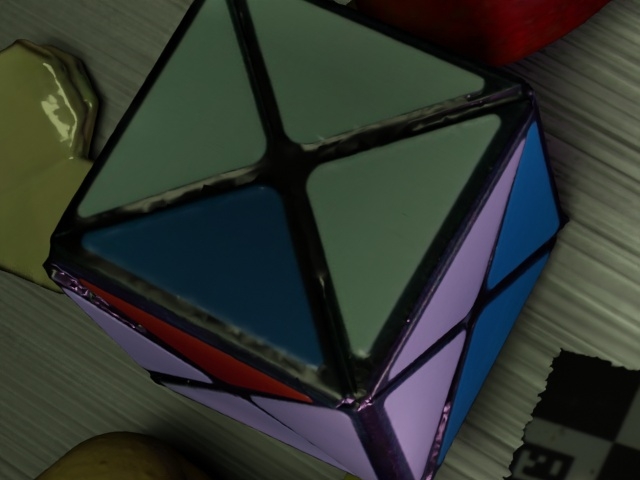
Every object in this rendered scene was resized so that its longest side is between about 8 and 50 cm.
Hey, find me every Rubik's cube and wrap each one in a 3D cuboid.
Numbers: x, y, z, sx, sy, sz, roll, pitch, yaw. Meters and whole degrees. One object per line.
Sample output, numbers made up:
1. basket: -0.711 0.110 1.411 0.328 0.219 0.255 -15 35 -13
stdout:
1. Rubik's cube: -0.001 0.000 1.273 0.250 0.248 0.246 25 76 18

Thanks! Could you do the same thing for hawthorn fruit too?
1. hawthorn fruit: 0.107 -0.214 1.278 0.249 0.215 0.215 -40 80 34

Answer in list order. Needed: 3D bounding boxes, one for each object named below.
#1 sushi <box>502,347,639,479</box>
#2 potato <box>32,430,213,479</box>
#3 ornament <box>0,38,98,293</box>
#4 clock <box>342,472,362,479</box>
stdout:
1. sushi: 0.290 0.262 1.278 0.373 0.100 0.296 14 55 20
2. potato: -0.139 0.269 1.418 0.285 0.242 0.242 36 107 33
3. ornament: -0.242 -0.043 1.511 0.180 0.059 0.201 -27 82 23
4. clock: -0.016 0.334 1.324 0.293 0.071 0.277 -41 109 -15
